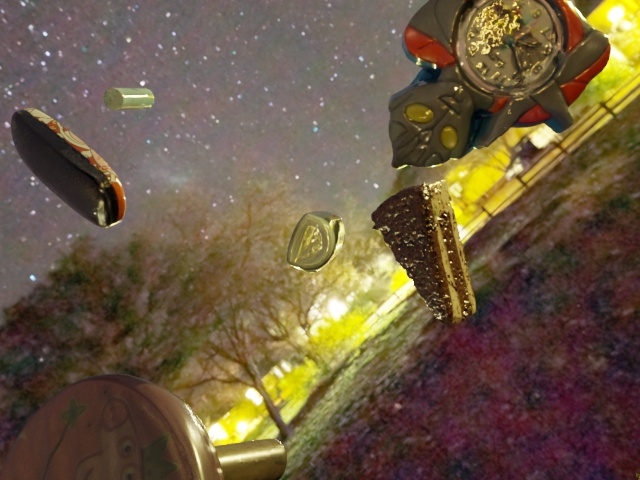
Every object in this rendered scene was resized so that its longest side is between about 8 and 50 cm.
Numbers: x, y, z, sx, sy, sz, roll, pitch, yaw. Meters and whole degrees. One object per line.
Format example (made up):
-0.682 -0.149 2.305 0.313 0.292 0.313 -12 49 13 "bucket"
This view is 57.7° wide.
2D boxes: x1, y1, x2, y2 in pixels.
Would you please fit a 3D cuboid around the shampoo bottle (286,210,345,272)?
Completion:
0.000 0.000 0.692 0.212 0.049 0.072 -9 -63 -85 "shampoo bottle"

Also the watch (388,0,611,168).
0.214 -0.216 0.830 0.305 0.241 0.274 -47 2 12 "watch"

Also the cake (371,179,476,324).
0.207 0.009 1.001 0.112 0.246 0.135 -14 -28 -40 "cake"

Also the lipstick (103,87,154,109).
-0.419 -0.312 1.280 0.048 0.048 0.158 -46 4 16 "lipstick"

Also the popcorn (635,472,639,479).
0.614 0.409 0.846 0.246 0.282 0.282 -17 -11 -8 "popcorn"

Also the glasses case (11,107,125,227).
-0.410 -0.119 0.937 0.067 0.266 0.103 -32 -29 -43 "glasses case"

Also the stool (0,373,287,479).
-0.173 0.279 0.571 0.272 0.272 0.178 -45 -35 6 "stool"
